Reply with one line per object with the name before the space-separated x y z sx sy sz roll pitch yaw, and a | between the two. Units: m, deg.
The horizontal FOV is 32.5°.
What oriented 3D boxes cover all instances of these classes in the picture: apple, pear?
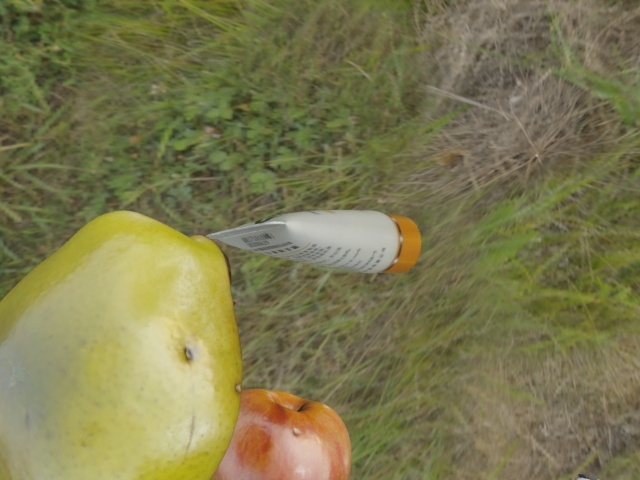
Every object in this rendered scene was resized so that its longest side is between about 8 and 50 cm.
apple | -0.060 0.294 1.535 0.209 0.209 0.164 12 101 10
pear | -0.268 0.151 1.239 0.340 0.191 0.386 9 85 38

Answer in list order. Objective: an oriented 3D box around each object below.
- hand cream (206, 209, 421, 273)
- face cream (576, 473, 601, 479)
hand cream | 0.000 0.000 1.502 0.140 0.314 0.089 -10 81 43
face cream | 0.334 0.429 1.425 0.092 0.058 0.243 19 80 -10
